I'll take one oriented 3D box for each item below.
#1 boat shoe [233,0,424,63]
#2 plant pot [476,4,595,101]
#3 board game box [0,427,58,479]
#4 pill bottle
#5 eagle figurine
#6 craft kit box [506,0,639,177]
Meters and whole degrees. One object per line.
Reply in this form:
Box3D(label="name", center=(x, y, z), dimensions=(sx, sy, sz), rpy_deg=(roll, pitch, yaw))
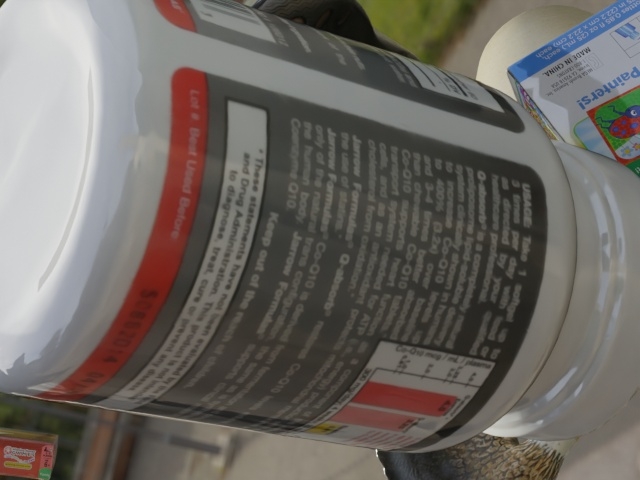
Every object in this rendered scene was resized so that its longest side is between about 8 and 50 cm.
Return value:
Box3D(label="boat shoe", center=(-0.015, -0.111, 1.108), dimensions=(0.122, 0.120, 0.324), rpy_deg=(-51, -22, -5))
Box3D(label="plant pot", center=(0.229, -0.080, 1.453), dimensions=(0.274, 0.256, 0.256), rpy_deg=(-109, 38, -52))
Box3D(label="board game box", center=(-0.317, 0.126, 1.126), dimensions=(0.145, 0.281, 0.027), rpy_deg=(160, 117, -82))
Box3D(label="pill bottle", center=(0.000, 0.000, 0.886), dimensions=(0.210, 0.363, 0.210), rpy_deg=(-23, 60, 49))
Box3D(label="eagle figurine", center=(0.166, 0.211, 1.638), dimensions=(0.298, 0.225, 0.226), rpy_deg=(-126, 26, -43))
Box3D(label="craft kit box", center=(0.282, -0.078, 1.036), dimensions=(0.250, 0.061, 0.246), rpy_deg=(-31, 52, 0))
